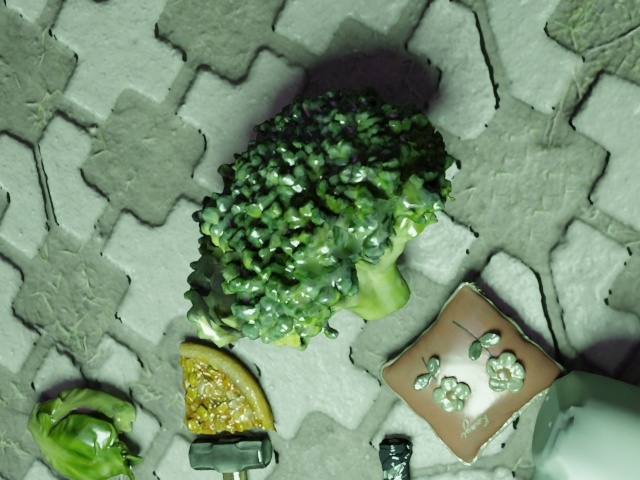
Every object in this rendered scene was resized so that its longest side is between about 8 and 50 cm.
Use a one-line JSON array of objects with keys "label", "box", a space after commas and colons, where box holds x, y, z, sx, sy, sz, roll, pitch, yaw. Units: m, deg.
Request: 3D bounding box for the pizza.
[{"label": "pizza", "box": [-0.148, 0.219, 1.109, 0.131, 0.041, 0.178, -40, 82, 16]}]

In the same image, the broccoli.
[{"label": "broccoli", "box": [-0.011, -0.019, 0.925, 0.334, 0.324, 0.272, 25, 129, 54]}]

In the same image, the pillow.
[{"label": "pillow", "box": [0.182, 0.166, 0.991, 0.171, 0.075, 0.179, 45, 105, 9]}]

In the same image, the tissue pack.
[{"label": "tissue pack", "box": [0.316, 0.331, 0.880, 0.236, 0.229, 0.333, 24, 100, 11]}]

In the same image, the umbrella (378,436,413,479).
[{"label": "umbrella", "box": [0.098, 0.351, 1.041, 0.046, 0.050, 0.188, 0, 94, 38]}]

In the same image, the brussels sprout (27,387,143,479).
[{"label": "brussels sprout", "box": [-0.339, 0.284, 1.147, 0.181, 0.100, 0.139, 8, 115, 5]}]

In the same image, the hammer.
[{"label": "hammer", "box": [-0.107, 0.451, 1.113, 0.111, 0.043, 0.365, -6, 93, 16]}]
